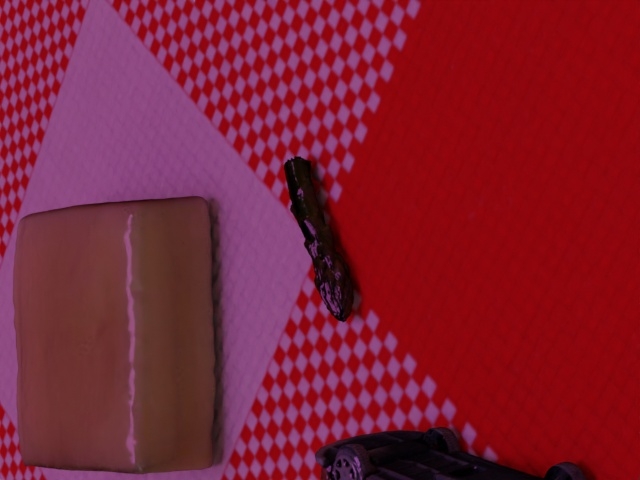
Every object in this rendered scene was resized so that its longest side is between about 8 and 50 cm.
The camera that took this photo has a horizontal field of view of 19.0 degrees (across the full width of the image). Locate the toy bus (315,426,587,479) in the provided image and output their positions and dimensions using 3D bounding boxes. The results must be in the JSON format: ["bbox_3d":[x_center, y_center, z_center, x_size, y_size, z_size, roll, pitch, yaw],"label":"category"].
[{"bbox_3d":[0.104,0.224,1.497,0.265,0.121,0.120,12,108,53],"label":"toy bus"}]

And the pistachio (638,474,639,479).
[{"bbox_3d":[0.287,0.202,1.235,0.157,0.157,0.229,-24,83,51],"label":"pistachio"}]

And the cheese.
[{"bbox_3d":[-0.209,0.095,1.912,0.242,0.124,0.265,-6,85,50],"label":"cheese"}]

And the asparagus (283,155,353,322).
[{"bbox_3d":[0.000,0.000,1.708,0.036,0.030,0.165,-38,59,34],"label":"asparagus"}]
